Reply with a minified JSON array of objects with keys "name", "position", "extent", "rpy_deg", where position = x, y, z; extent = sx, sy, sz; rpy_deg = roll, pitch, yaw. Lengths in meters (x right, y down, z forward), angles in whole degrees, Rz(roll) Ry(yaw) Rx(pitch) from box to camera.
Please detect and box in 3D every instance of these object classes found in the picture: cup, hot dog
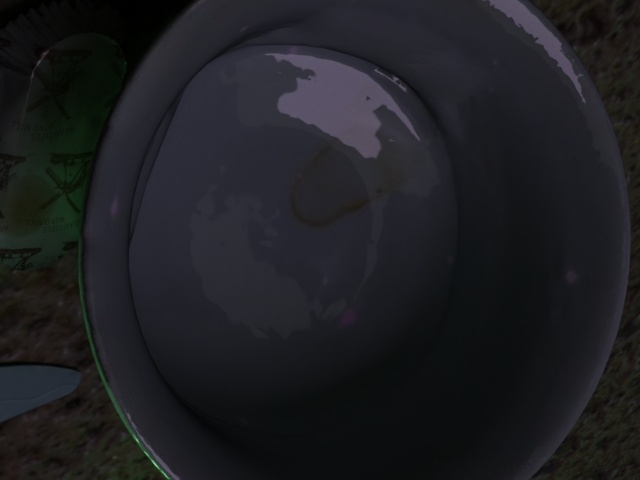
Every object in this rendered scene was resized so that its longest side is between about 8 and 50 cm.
[{"name":"cup","position":[0.000,0.000,0.965],"extent":[0.347,0.163,0.347],"rpy_deg":[-2,94,-25]},{"name":"hot dog","position":[-0.167,-0.059,0.965],"extent":[0.099,0.053,0.192],"rpy_deg":[-8,134,-29]}]

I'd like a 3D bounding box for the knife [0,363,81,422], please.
[{"name":"knife","position":[-0.308,0.141,1.077],"extent":[0.331,0.044,0.080],"rpy_deg":[-26,136,-27]}]
